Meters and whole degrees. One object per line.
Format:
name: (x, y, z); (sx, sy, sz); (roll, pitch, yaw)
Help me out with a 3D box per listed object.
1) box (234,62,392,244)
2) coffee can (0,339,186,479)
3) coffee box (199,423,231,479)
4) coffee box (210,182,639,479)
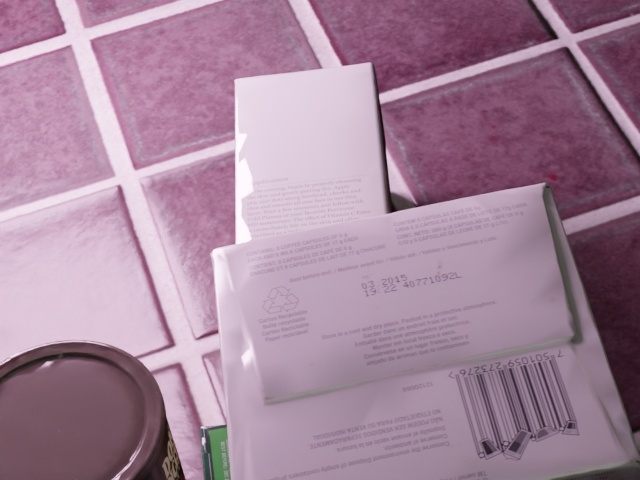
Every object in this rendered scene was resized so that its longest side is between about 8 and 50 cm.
box: (0.000, 0.000, 1.744); (0.168, 0.215, 0.345); (-6, 47, 4)
coffee can: (-0.225, 0.258, 1.506); (0.201, 0.275, 0.202); (-4, 48, 5)
coffee box: (-0.086, 0.277, 1.531); (0.040, 0.184, 0.113); (-8, 46, -2)
coffee box: (0.097, 0.205, 1.466); (0.337, 0.334, 0.338); (-11, 46, 0)
